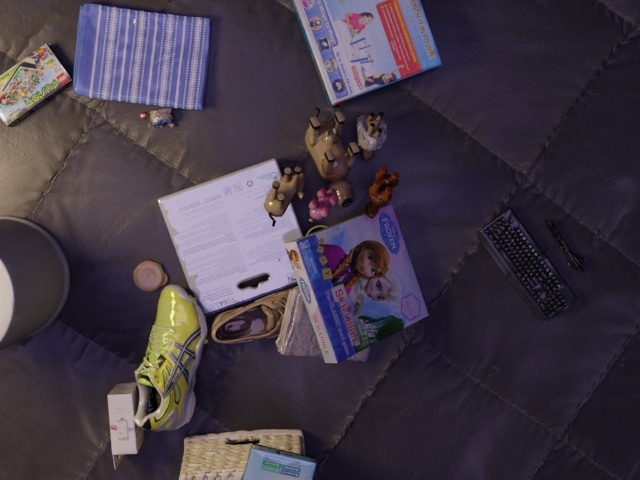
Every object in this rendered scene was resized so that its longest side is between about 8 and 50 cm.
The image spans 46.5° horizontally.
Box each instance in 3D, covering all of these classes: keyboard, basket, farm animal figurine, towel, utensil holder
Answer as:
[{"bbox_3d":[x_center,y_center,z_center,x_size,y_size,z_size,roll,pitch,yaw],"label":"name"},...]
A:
[{"bbox_3d":[0.590,0.046,2.007,0.201,0.033,0.317,-38,96,0],"label":"keyboard"},{"bbox_3d":[-0.192,0.686,1.898,0.328,0.266,0.331,-3,96,-4],"label":"basket"},{"bbox_3d":[0.017,-0.170,1.877,0.330,0.172,0.327,0,66,-11],"label":"farm animal figurine"},{"bbox_3d":[-0.456,-0.472,1.903,0.336,0.040,0.243,6,89,-3],"label":"towel"},{"bbox_3d":[0.026,0.217,1.932,0.282,0.049,0.187,11,97,-31],"label":"towel"},{"bbox_3d":[-0.811,0.112,1.764,0.327,0.385,0.327,0,94,-2],"label":"utensil holder"}]

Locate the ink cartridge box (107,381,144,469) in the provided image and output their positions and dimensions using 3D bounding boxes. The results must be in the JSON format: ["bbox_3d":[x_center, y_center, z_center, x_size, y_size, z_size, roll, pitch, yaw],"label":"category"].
[{"bbox_3d":[-0.503,0.481,1.940,0.067,0.115,0.198,-3,95,-3],"label":"ink cartridge box"}]

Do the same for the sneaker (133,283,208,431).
[{"bbox_3d":[-0.388,0.304,1.898,0.145,0.147,0.384,4,92,31],"label":"sneaker"}]

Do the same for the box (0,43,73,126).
[{"bbox_3d":[-0.747,-0.396,1.904,0.207,0.036,0.114,-36,95,0],"label":"box"}]

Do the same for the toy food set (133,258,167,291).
[{"bbox_3d":[-0.451,0.092,1.962,0.083,0.020,0.082,-28,95,0],"label":"toy food set"}]

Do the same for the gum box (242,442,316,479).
[{"bbox_3d":[-0.108,0.583,1.740,0.157,0.041,0.184,15,95,-5],"label":"gum box"}]

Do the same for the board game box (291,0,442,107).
[{"bbox_3d":[0.115,-0.538,1.913,0.302,0.086,0.308,-20,95,-2],"label":"board game box"}]

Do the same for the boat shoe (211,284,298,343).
[{"bbox_3d":[-0.118,0.199,1.939,0.341,0.110,0.121,-21,95,-4],"label":"boat shoe"}]

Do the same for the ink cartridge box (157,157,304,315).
[{"bbox_3d":[-0.215,-0.009,1.944,0.324,0.071,0.330,-19,98,-1],"label":"ink cartridge box"}]

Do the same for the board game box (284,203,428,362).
[{"bbox_3d":[0.099,0.103,1.894,0.318,0.066,0.318,-23,96,-32],"label":"board game box"}]

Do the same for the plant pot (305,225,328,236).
[{"bbox_3d":[0.000,0.000,1.948,0.083,0.079,0.083,0,94,-2],"label":"plant pot"}]

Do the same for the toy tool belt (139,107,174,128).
[{"bbox_3d":[-0.420,-0.310,1.918,0.083,0.052,0.051,-15,101,-21],"label":"toy tool belt"}]
